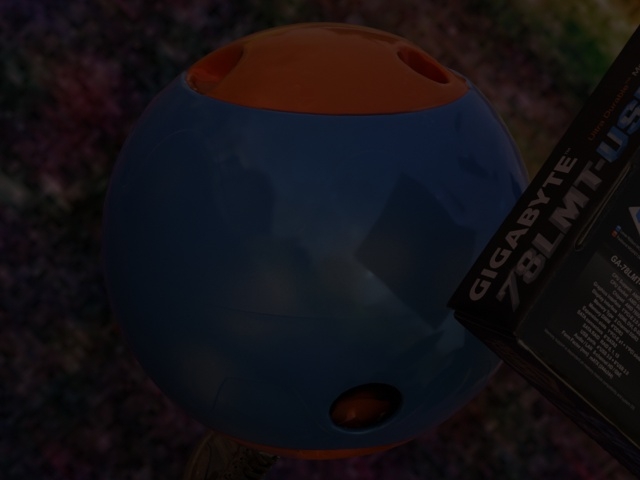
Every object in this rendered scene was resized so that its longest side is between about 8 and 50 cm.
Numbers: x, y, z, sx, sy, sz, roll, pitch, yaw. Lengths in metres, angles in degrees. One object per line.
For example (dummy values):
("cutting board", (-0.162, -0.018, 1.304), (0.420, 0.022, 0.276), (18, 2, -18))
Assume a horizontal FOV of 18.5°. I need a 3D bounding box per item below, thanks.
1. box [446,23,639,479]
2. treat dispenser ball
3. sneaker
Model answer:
("box", (0.255, 0.005, 1.061), (0.295, 0.293, 0.073), (40, -11, -30))
("treat dispenser ball", (0.000, 0.000, 1.295), (0.288, 0.288, 0.288), (43, 16, -16))
("sneaker", (-0.073, 0.202, 1.906), (0.071, 0.188, 0.066), (-1, -32, 47))
